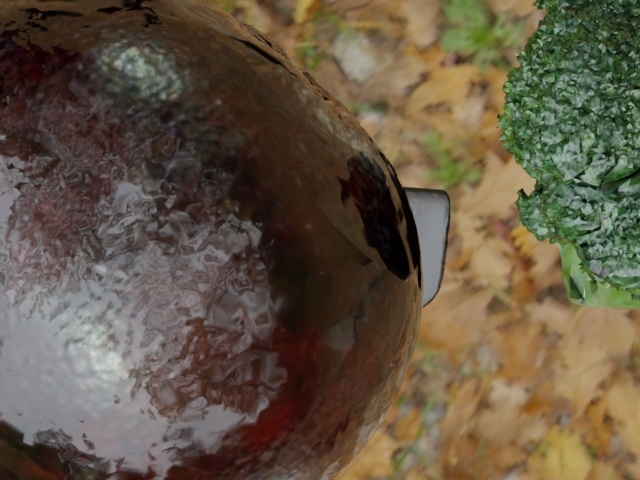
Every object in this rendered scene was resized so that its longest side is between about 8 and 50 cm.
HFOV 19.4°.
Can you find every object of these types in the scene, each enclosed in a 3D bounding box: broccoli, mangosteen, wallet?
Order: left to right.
[{"bbox_3d":[-0.073,0.017,0.652,0.216,0.216,0.216,6,108,18],"label":"mangosteen"},{"bbox_3d":[0.000,0.000,1.149,0.157,0.018,0.082,3,115,-1],"label":"wallet"},{"bbox_3d":[0.239,-0.067,1.203,0.308,0.308,0.275,45,145,2],"label":"broccoli"}]
